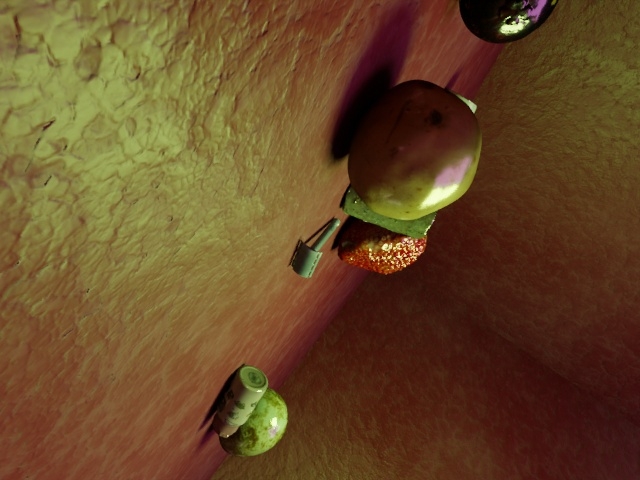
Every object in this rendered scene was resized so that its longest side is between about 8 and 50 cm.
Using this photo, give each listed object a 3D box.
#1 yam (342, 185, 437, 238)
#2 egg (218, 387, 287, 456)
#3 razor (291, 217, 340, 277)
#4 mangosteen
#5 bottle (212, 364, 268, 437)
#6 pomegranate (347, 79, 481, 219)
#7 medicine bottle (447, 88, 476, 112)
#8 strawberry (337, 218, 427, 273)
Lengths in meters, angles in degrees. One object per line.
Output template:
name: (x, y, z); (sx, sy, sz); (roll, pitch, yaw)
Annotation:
yam: (0.215, -0.116, 1.267); (0.161, 0.267, 0.161); (20, 90, -85)
egg: (-0.264, 0.705, 1.600); (0.289, 0.238, 0.238); (-37, 169, 6)
razor: (0.000, 0.000, 1.200); (0.232, 0.068, 0.106); (-52, 170, -50)
mangosteen: (0.450, -0.610, 0.991); (0.228, 0.228, 0.266); (108, -9, -52)
bottle: (-0.284, 0.554, 1.396); (0.253, 0.120, 0.120); (-58, 168, 17)
pomegranate: (0.207, -0.190, 0.930); (0.319, 0.319, 0.319); (-52, 168, -16)
medicine bottle: (0.538, -0.520, 1.679); (0.143, 0.147, 0.147); (-58, 168, 22)
strawberry: (0.225, -0.005, 1.575); (0.351, 0.268, 0.312); (-3, 168, -38)
